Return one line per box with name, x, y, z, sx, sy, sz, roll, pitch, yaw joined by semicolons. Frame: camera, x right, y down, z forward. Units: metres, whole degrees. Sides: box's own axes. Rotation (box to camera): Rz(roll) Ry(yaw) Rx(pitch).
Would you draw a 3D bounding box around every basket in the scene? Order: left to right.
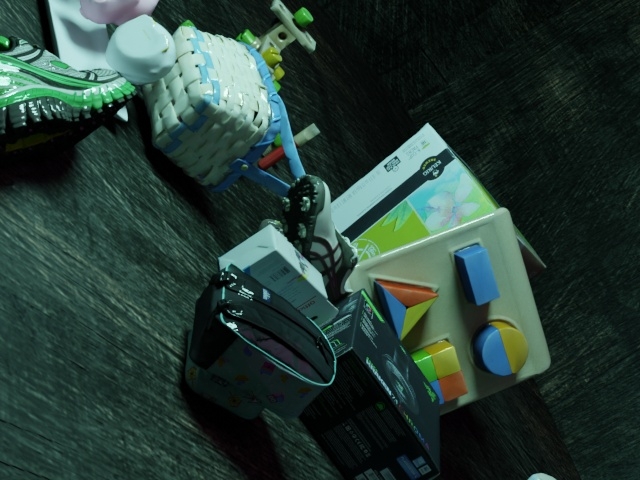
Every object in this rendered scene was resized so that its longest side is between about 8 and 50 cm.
basket;-0.146;-0.202;1.823;0.289;0.201;0.255;21;37;-38

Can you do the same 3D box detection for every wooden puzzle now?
wooden puzzle;0.238;0.146;1.993;0.080;0.347;0.322;21;-50;70

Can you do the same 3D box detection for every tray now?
tray;-0.364;-0.296;1.684;0.145;0.030;0.270;42;21;-47

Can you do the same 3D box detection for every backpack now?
backpack;-0.078;0.145;1.447;0.188;0.144;0.166;27;23;-17

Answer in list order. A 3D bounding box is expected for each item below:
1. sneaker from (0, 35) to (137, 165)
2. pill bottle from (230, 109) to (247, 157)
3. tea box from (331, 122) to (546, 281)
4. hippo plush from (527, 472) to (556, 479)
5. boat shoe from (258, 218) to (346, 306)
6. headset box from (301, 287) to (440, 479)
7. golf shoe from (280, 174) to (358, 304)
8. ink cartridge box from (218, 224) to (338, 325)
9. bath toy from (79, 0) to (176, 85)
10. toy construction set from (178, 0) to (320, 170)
sneaker;-0.336;-0.188;1.348;0.146;0.134;0.343;57;15;0
pill bottle;-0.156;-0.194;2.069;0.067;0.067;0.120;48;18;-33
tea box;0.209;0.011;2.248;0.220;0.329;0.324;37;16;-54
hippo plush;0.324;0.527;1.889;0.234;0.294;0.236;57;-8;0
boat shoe;-0.027;0.051;1.953;0.228;0.081;0.069;47;22;-26
headset box;0.075;0.242;1.791;0.246;0.131;0.283;55;14;-10
golf shoe;0.000;0.000;1.829;0.105;0.120;0.273;-119;-154;-43
ink cartridge box;-0.063;0.070;1.750;0.181;0.104;0.062;46;19;-39
bath toy;-0.317;-0.381;1.726;0.348;0.151;0.129;62;-20;17
toy construction set;-0.095;-0.329;2.212;0.309;0.237;0.257;58;15;2
